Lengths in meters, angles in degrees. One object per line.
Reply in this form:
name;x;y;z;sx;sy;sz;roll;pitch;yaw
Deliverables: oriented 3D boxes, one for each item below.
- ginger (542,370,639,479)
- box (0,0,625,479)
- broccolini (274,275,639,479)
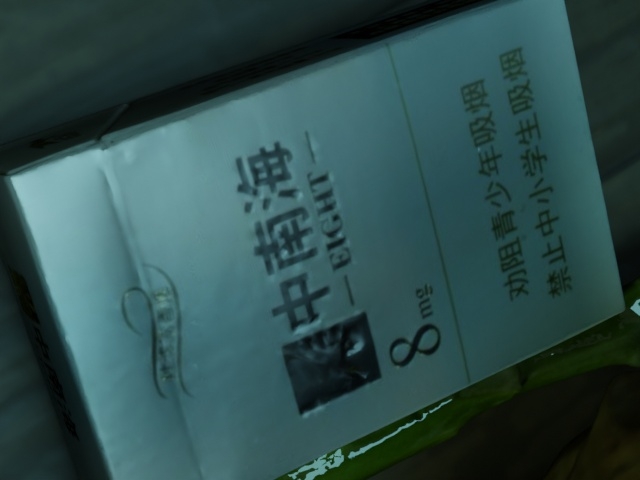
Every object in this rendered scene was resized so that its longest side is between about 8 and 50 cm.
ginger;0.163;0.158;0.515;0.223;0.269;0.200;25;48;-39
box;0.000;0.000;0.530;0.243;0.067;0.155;-21;106;-22
broccolini;0.129;0.070;0.604;0.392;0.074;0.078;-23;126;-19
